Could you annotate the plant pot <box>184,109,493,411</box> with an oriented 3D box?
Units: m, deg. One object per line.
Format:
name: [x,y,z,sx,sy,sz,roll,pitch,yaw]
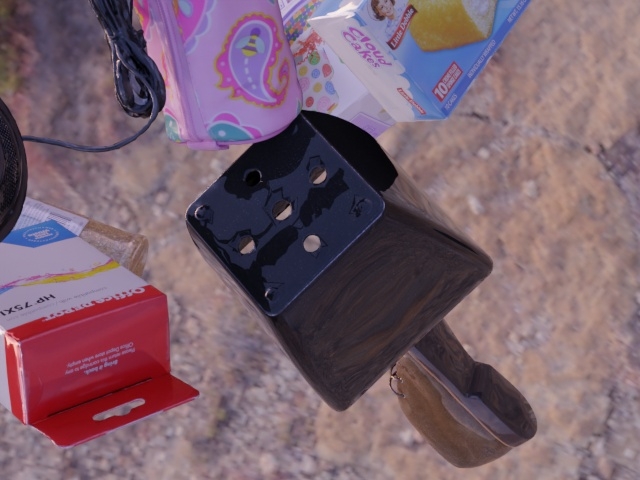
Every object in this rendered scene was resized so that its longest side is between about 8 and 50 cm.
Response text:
plant pot: [0.000,0.000,1.184,0.188,0.167,0.187,-43,63,3]

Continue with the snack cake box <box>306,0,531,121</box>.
snack cake box: [0.127,-0.267,1.464,0.089,0.152,0.264,4,53,56]

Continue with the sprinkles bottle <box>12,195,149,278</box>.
sprinkles bottle: [-0.431,-0.007,2.063,0.355,0.121,0.121,20,83,3]

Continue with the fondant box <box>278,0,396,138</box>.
fondant box: [0.031,-0.297,1.781,0.238,0.096,0.330,-37,56,26]

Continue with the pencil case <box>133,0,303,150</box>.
pencil case: [-0.102,-0.210,1.092,0.124,0.284,0.124,-13,27,7]

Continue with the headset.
headset: [-0.293,-0.076,0.996,0.243,0.394,0.185,2,109,63]

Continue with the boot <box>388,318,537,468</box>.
boot: [0.110,0.148,1.687,0.305,0.112,0.115,47,122,-4]

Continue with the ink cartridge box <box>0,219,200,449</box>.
ink cartridge box: [-0.212,0.069,1.150,0.231,0.134,0.078,28,126,44]
